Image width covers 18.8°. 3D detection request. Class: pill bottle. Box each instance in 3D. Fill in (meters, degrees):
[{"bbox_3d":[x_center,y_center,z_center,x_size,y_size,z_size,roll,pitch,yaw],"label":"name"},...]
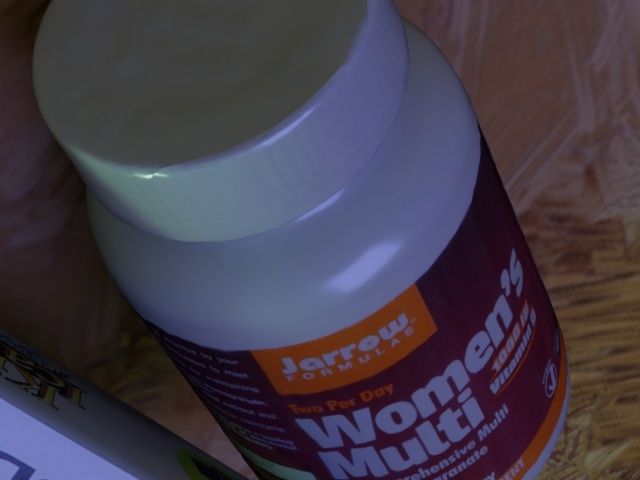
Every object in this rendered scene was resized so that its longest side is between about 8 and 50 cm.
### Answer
[{"bbox_3d":[0.000,0.000,0.607,0.121,0.121,0.221,-41,143,-9],"label":"pill bottle"}]

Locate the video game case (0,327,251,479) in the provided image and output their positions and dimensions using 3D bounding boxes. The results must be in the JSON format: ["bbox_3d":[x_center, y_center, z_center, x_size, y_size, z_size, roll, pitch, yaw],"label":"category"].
[{"bbox_3d":[-0.138,0.159,0.577,0.244,0.061,0.269,34,98,-23],"label":"video game case"}]
